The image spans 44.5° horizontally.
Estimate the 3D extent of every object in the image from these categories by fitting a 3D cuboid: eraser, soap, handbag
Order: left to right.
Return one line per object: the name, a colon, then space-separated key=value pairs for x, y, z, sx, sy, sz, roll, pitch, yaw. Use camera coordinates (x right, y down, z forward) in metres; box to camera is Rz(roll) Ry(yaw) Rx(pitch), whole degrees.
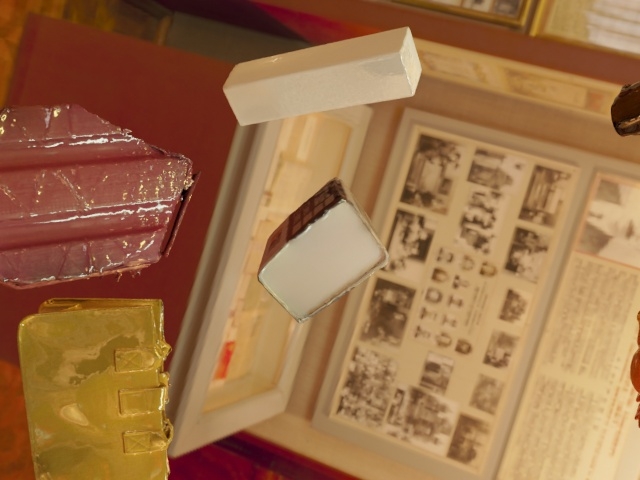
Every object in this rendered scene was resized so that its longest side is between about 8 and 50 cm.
soap: x=-0.263 y=-0.042 z=0.779 sx=0.112 sy=0.289 sz=0.182 roll=161 pitch=-82 yaw=-68
handbag: x=-0.442 y=0.318 z=1.592 sx=0.133 sy=0.282 sz=0.401 roll=-88 pitch=176 yaw=-81
eraser: x=0.000 y=0.000 z=0.932 sx=0.130 sy=0.086 sz=0.287 roll=-39 pitch=-172 yaw=4
eraser: x=0.001 y=-0.250 z=1.209 sx=0.076 sy=0.298 sz=0.078 roll=-70 pitch=145 yaw=-43

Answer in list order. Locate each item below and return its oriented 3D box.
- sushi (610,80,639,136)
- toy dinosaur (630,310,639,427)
sushi: x=0.219 y=-0.044 z=0.259 sx=0.215 sy=0.212 sz=0.227 roll=-21 pitch=94 yaw=-56
toy dinosaur: x=0.328 y=0.125 z=0.732 sx=0.288 sy=0.070 sz=0.117 roll=82 pitch=15 yaw=-59
